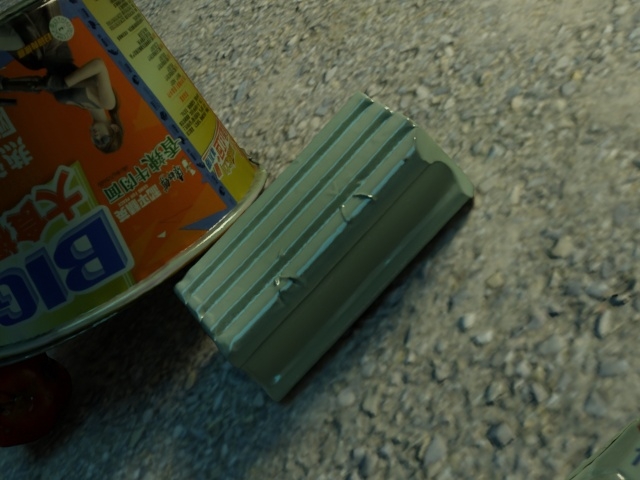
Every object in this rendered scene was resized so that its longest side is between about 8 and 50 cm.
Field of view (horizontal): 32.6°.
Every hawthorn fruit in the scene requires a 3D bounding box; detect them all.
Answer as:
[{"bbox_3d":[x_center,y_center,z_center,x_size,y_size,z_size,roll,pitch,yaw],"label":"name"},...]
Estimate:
[{"bbox_3d":[-0.241,0.123,0.875,0.093,0.093,0.093,-29,36,24],"label":"hawthorn fruit"}]

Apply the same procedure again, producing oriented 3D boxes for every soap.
[{"bbox_3d":[0.000,0.000,0.753,0.198,0.066,0.119,-47,34,-1],"label":"soap"}]

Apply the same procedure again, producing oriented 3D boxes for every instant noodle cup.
[{"bbox_3d":[-0.216,-0.071,0.861,0.296,0.214,0.296,-26,20,10],"label":"instant noodle cup"}]

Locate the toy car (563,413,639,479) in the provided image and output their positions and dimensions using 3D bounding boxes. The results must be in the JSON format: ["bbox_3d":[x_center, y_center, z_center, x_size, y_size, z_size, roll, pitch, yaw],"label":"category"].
[{"bbox_3d":[0.156,0.099,0.450,0.205,0.056,0.095,-40,29,-18],"label":"toy car"}]
